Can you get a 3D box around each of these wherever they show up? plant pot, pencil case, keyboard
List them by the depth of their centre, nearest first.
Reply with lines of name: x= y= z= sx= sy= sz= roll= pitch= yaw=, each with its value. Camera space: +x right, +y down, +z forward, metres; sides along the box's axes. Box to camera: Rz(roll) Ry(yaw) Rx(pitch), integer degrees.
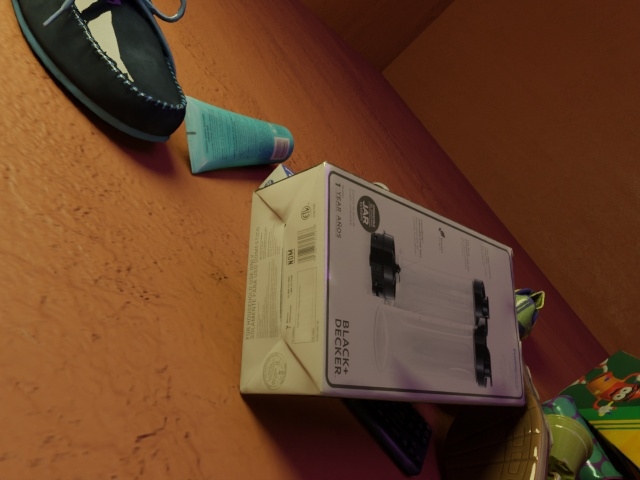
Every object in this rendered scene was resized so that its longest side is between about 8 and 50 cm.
keyboard: x=0.046 y=0.132 z=0.532 sx=0.180 sy=0.023 sz=0.108 roll=50 pitch=20 yaw=2
plant pot: x=0.326 y=0.298 z=0.739 sx=0.083 sy=0.083 sz=0.079 roll=51 pitch=34 yaw=7
pencil case: x=0.415 y=0.327 z=0.865 sx=0.070 sy=0.064 sz=0.151 roll=20 pitch=32 yaw=-28

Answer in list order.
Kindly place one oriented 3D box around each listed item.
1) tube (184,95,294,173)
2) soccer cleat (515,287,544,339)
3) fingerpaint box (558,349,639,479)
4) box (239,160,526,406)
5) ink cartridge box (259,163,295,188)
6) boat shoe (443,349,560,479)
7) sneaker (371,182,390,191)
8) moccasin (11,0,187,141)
tube: x=-0.097 y=-0.121 z=0.648 sx=0.207 sy=0.052 sz=0.080 roll=-16 pitch=95 yaw=-67
soccer cleat: x=0.421 y=0.148 z=1.111 sx=0.093 sy=0.121 sz=0.289 roll=56 pitch=21 yaw=19
fingerpaint box: x=0.628 y=0.431 z=0.849 sx=0.444 sy=0.163 sz=0.371 roll=53 pitch=6 yaw=5
box: x=0.073 y=0.061 z=0.481 sx=0.290 sy=0.087 sz=0.169 roll=16 pitch=67 yaw=-42
ink cartridge box: x=0.000 y=0.000 z=0.606 sx=0.097 sy=0.046 sz=0.207 roll=33 pitch=18 yaw=-36
boat shoe: x=0.202 y=0.204 z=0.580 sx=0.089 sy=0.105 sz=0.285 roll=56 pitch=31 yaw=-16
sneaker: x=0.073 y=-0.018 z=0.806 sx=0.098 sy=0.083 sz=0.223 roll=13 pitch=31 yaw=-24
moccasin: x=-0.228 y=-0.251 z=0.522 sx=0.342 sy=0.117 sz=0.138 roll=54 pitch=21 yaw=13
